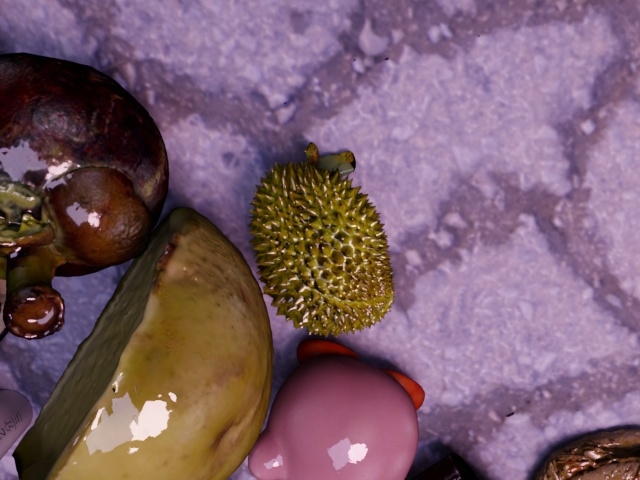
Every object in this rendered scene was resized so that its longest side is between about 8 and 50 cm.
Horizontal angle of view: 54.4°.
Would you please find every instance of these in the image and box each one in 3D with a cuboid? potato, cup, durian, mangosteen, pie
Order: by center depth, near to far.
[{"bbox_3d":[-0.264,-0.042,0.584,0.231,0.289,0.231,-2,132,-2],"label":"mangosteen"},{"bbox_3d":[-0.132,0.157,0.599,0.212,0.280,0.330,32,88,-19],"label":"potato"},{"bbox_3d":[-0.003,0.007,0.638,0.146,0.159,0.198,-23,101,4],"label":"durian"},{"bbox_3d":[0.352,0.307,0.730,0.193,0.079,0.163,-21,106,7],"label":"pie"},{"bbox_3d":[-0.407,0.219,0.741,0.074,0.116,0.104,-20,102,9],"label":"cup"}]

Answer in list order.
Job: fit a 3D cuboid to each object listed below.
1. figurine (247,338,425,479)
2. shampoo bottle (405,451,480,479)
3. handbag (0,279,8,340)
[{"bbox_3d":[0.024,0.212,0.682,0.173,0.173,0.173,1,104,4],"label":"figurine"},{"bbox_3d":[0.069,0.353,0.745,0.278,0.104,0.104,-40,98,12],"label":"shampoo bottle"},{"bbox_3d":[-0.542,0.122,0.708,0.236,0.160,0.358,42,103,1],"label":"handbag"}]
